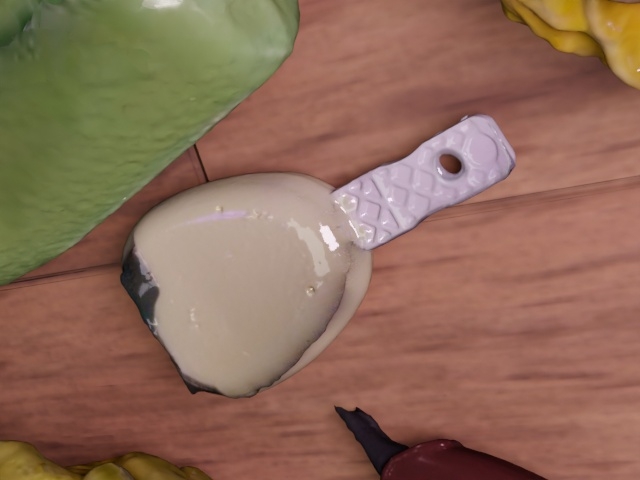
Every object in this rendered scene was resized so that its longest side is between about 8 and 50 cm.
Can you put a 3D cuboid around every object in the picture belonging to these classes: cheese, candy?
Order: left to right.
[{"bbox_3d":[-0.158,-0.079,0.720,0.142,0.132,0.343,24,138,-37],"label":"candy"},{"bbox_3d":[0.000,0.000,0.710,0.251,0.054,0.127,-28,97,34],"label":"cheese"}]

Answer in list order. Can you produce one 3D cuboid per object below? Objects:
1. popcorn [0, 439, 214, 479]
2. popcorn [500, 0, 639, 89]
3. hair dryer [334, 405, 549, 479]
[{"bbox_3d":[-0.137,0.252,0.784,0.286,0.252,0.215,32,137,8],"label":"popcorn"},{"bbox_3d":[0.149,-0.130,0.521,0.194,0.163,0.140,11,144,-12],"label":"popcorn"},{"bbox_3d":[0.150,0.124,0.664,0.340,0.123,0.312,28,101,36],"label":"hair dryer"}]
